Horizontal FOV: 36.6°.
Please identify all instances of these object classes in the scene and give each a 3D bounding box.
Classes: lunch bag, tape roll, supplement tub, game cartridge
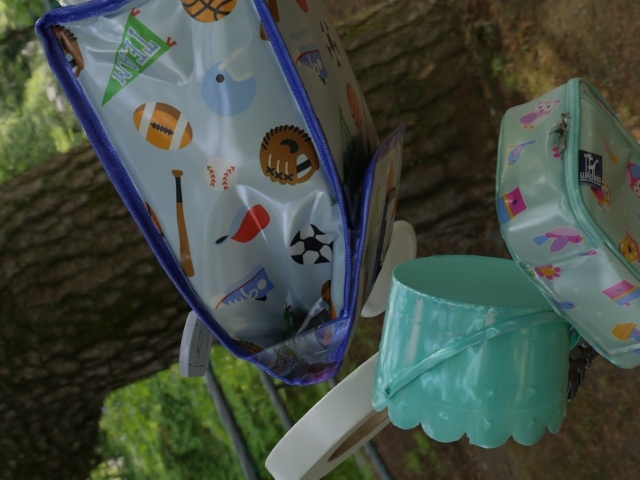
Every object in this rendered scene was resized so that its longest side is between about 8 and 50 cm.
[{"bbox_3d":[-0.047,-0.085,0.950,0.328,0.238,0.386,-55,-58,-73],"label":"lunch bag"},{"bbox_3d":[0.073,0.296,1.701,0.072,0.392,0.392,48,157,15],"label":"tape roll"},{"bbox_3d":[0.291,-0.024,0.990,0.279,0.107,0.224,43,-136,-30],"label":"lunch bag"},{"bbox_3d":[0.000,0.000,1.761,0.316,0.193,0.194,23,134,35],"label":"supplement tub"},{"bbox_3d":[-0.154,0.129,1.208,0.056,0.017,0.083,15,-96,-70],"label":"game cartridge"}]

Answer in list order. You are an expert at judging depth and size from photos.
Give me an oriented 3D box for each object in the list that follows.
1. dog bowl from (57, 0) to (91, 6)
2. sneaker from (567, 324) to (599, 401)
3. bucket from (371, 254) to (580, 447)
[{"bbox_3d":[-0.278,-0.499,1.558,0.408,0.407,0.150,57,172,45],"label":"dog bowl"},{"bbox_3d":[0.415,0.123,1.549,0.140,0.341,0.125,47,-179,41],"label":"sneaker"},{"bbox_3d":[0.209,0.137,1.300,0.281,0.281,0.183,-143,53,-64],"label":"bucket"}]
